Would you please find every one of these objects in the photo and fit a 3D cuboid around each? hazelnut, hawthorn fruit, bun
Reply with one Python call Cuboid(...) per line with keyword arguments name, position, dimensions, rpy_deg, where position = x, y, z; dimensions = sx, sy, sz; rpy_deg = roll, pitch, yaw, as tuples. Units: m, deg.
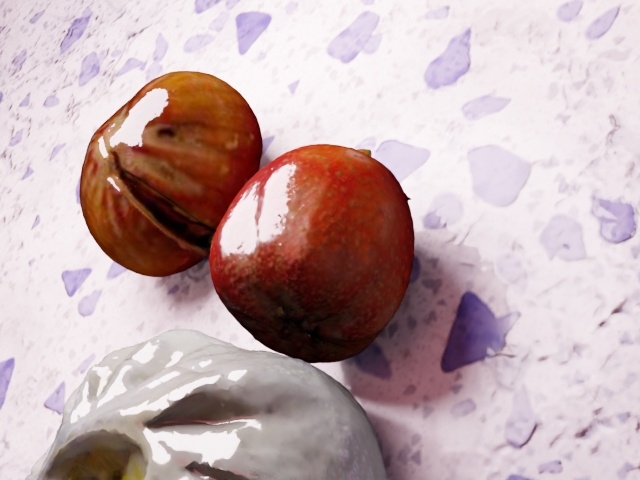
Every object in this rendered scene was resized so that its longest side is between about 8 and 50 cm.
Cuboid(name="hazelnut", position=(-0.150, -0.071, 0.944), dimensions=(0.204, 0.178, 0.178), rpy_deg=(-47, 45, 6))
Cuboid(name="hawthorn fruit", position=(0.000, 0.000, 0.785), dimensions=(0.169, 0.169, 0.188), rpy_deg=(-14, 42, 33))
Cuboid(name="bun", position=(-0.119, 0.227, 0.717), dimensions=(0.354, 0.194, 0.355), rpy_deg=(-22, 50, 29))
